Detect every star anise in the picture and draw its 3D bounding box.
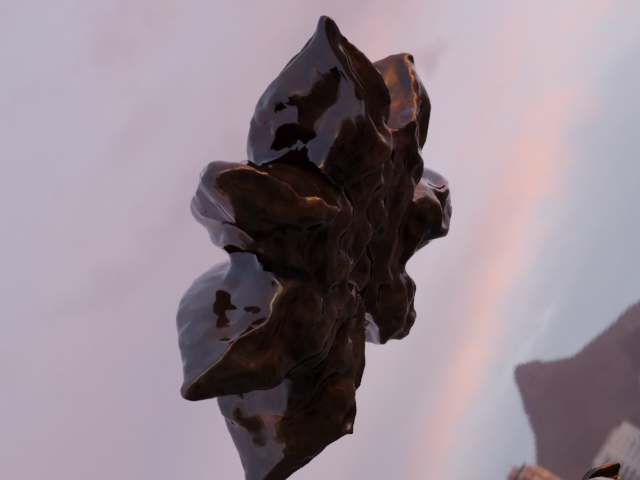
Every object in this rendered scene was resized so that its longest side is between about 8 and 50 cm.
[{"bbox_3d":[0.001,0.017,0.655,0.315,0.108,0.315,-32,-54,-59],"label":"star anise"}]

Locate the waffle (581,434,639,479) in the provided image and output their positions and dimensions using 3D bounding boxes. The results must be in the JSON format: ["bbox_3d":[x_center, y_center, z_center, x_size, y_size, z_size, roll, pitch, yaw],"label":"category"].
[{"bbox_3d":[0.204,0.167,0.494,0.280,0.060,0.262,-40,-58,4],"label":"waffle"}]
